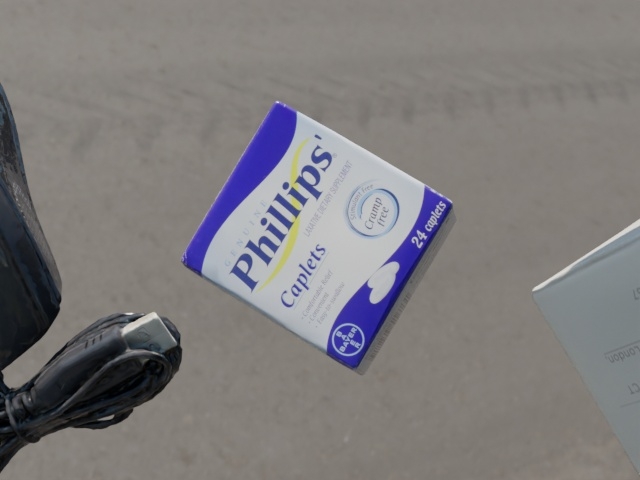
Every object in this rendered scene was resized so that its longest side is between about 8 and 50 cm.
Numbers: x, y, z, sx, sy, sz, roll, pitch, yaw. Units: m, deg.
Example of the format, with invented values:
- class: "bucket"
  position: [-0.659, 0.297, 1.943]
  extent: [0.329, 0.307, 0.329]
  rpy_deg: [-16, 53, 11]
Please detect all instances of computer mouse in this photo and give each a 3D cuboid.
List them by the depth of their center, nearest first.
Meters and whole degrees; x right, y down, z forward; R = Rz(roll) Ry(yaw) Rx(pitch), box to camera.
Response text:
- class: "computer mouse"
  position: [-0.210, -0.003, 0.736]
  extent: [0.272, 0.188, 0.072]
  rpy_deg: [64, 12, 10]

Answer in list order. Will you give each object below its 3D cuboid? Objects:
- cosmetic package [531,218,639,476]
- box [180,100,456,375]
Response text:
- class: "cosmetic package"
  position: [0.277, 0.117, 0.463]
  extent: [0.217, 0.156, 0.385]
  rpy_deg: [-31, 86, -30]
- class: "box"
  position: [0.000, 0.000, 0.859]
  extent: [0.137, 0.126, 0.072]
  rpy_deg: [30, -2, 11]
